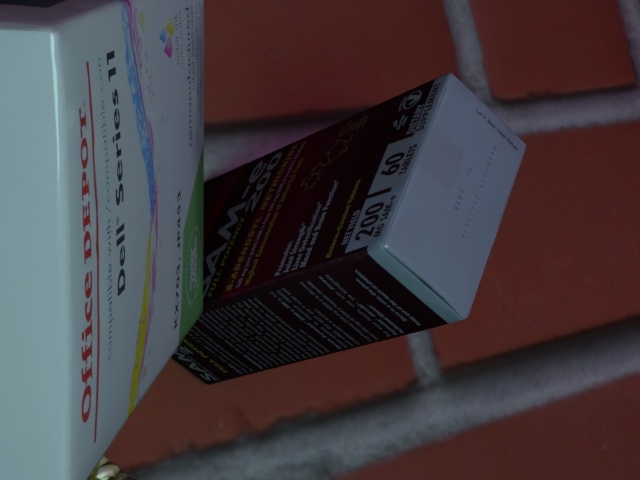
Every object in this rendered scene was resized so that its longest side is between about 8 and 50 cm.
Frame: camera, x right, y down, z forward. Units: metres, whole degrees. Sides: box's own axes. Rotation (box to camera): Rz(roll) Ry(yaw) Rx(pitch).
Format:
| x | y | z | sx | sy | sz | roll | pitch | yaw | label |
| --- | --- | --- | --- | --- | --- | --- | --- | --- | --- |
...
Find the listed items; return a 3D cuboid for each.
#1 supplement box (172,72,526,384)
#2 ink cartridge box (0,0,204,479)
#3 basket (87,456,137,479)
| x | y | z | sx | sy | sz | roll | pitch | yaw | label |
| --- | --- | --- | --- | --- | --- | --- | --- | --- | --- |
| 0.000 | 0.000 | 0.859 | 0.073 | 0.239 | 0.130 | 40 | 54 | -25 | supplement box |
| -0.143 | -0.010 | 0.654 | 0.353 | 0.119 | 0.207 | -64 | 156 | -73 | ink cartridge box |
| -0.191 | 0.212 | 0.639 | 0.299 | 0.223 | 0.213 | -41 | 105 | -40 | basket |
